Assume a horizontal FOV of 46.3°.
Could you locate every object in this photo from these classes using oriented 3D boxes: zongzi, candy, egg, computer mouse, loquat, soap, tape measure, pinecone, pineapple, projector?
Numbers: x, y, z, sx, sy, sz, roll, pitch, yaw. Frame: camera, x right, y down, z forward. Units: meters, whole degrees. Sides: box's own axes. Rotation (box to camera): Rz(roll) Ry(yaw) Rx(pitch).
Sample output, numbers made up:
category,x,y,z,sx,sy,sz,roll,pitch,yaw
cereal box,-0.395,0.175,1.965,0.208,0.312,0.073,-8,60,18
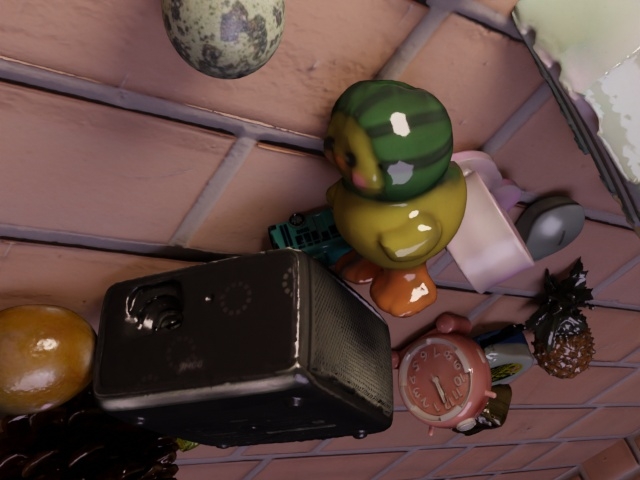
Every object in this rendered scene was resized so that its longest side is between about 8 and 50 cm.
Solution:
category,x,y,z,sx,sy,sz,roll,pitch,yaw
zongzi,0.344,0.447,2.085,0.300,0.145,0.274,16,154,-6
candy,-0.235,0.403,1.747,0.262,0.073,0.077,-35,163,9
egg,-0.105,-0.256,0.803,0.132,0.132,0.172,-15,134,-8
computer mouse,0.450,-0.004,1.508,0.128,0.079,0.230,-11,149,-10
loquat,-0.476,0.191,1.210,0.228,0.179,0.179,-7,144,-26
soap,0.460,-0.177,1.095,0.156,0.261,0.446,-34,144,15
tape measure,0.454,0.266,1.853,0.215,0.097,0.351,2,148,-29
pinecone,-0.459,0.478,1.482,0.398,0.397,0.397,-14,146,-10
pineapple,0.580,0.194,1.809,0.166,0.165,0.364,-22,138,2
projector,-0.111,0.213,1.284,0.396,0.241,0.405,-13,152,21

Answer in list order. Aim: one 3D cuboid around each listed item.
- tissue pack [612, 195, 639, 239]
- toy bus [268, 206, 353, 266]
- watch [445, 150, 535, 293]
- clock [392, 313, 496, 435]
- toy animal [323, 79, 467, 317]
category,x,y,z,sx,sy,sz,roll,pitch,yaw
tissue pack,0.764,-0.147,1.345,0.297,0.207,0.380,-1,142,-29
toy bus,0.000,0.000,1.256,0.160,0.091,0.079,-17,145,-5
watch,0.256,-0.012,1.261,0.211,0.217,0.248,-29,145,14
clock,0.299,0.329,1.753,0.227,0.241,0.142,-41,145,26
toy animal,0.112,-0.075,1.081,0.191,0.216,0.338,-21,125,-20
